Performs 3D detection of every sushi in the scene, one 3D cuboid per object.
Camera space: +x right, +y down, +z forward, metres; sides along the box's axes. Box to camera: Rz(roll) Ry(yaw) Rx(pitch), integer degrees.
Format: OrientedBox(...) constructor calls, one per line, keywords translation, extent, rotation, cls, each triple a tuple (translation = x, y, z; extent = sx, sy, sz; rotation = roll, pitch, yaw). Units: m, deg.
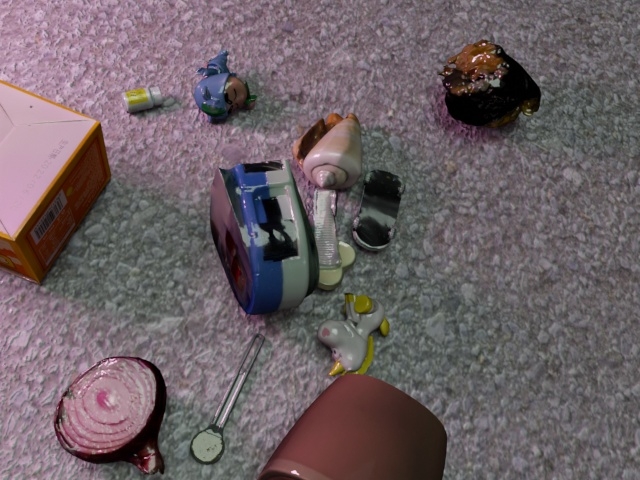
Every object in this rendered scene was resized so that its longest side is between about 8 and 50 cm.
OrientedBox(translation=(0.409, -0.361, 1.551), extent=(0.213, 0.204, 0.200), rotation=(-23, 42, 15), cls="sushi")

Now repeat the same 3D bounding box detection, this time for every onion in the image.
OrientedBox(translation=(-0.332, 0.312, 1.091), extent=(0.195, 0.140, 0.218), rotation=(-40, 78, -22), cls="onion")

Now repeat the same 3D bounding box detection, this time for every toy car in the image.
OrientedBox(translation=(0.127, -0.067, 1.419), extent=(0.095, 0.056, 0.204), rotation=(17, 66, -4), cls="toy car")

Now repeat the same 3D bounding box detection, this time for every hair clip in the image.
OrientedBox(translation=(-0.003, 0.001, 1.349), extent=(0.159, 0.071, 0.218), rotation=(-1, 66, -10), cls="hair clip")

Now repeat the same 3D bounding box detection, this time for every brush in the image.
OrientedBox(translation=(-0.166, 0.288, 1.199), extent=(0.062, 0.027, 0.266), rotation=(24, 62, 0), cls="brush")

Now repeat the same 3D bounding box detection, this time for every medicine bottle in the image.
OrientedBox(translation=(-0.401, -0.317, 1.436), extent=(0.083, 0.047, 0.047), rotation=(-19, 70, -19), cls="medicine bottle")

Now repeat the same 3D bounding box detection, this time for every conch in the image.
OrientedBox(translation=(0.034, -0.192, 1.443), extent=(0.158, 0.127, 0.255), rotation=(1, 35, 25), cls="conch")

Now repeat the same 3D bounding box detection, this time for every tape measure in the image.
OrientedBox(translation=(-0.106, 0.005, 1.219), extent=(0.138, 0.259, 0.262), rotation=(-16, 69, -19), cls="tape measure")

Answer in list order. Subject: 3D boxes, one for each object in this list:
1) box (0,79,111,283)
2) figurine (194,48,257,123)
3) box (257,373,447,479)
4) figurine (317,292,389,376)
OrientedBox(translation=(-0.585, -0.114, 1.206), extent=(0.260, 0.214, 0.283), rotation=(22, 61, 3), cls="box")
OrientedBox(translation=(-0.215, -0.358, 1.468), extent=(0.145, 0.114, 0.178), rotation=(4, 55, -12), cls="figurine")
OrientedBox(translation=(0.065, 0.379, 1.067), extent=(0.301, 0.301, 0.216), rotation=(32, 54, 5), cls="box")
OrientedBox(translation=(0.065, 0.190, 1.266), extent=(0.129, 0.109, 0.178), rotation=(45, 65, -13), cls="figurine")
